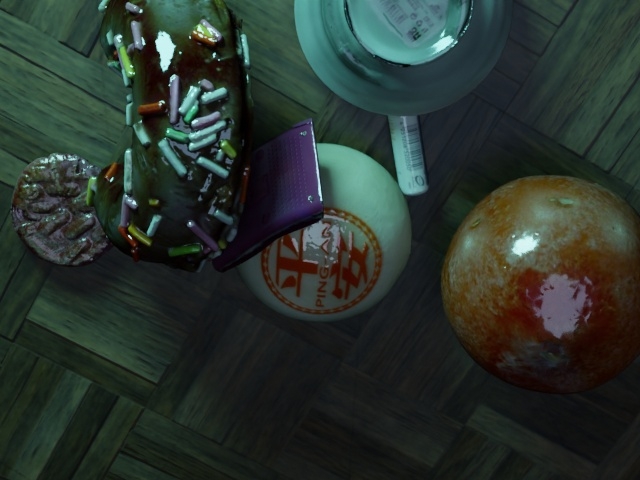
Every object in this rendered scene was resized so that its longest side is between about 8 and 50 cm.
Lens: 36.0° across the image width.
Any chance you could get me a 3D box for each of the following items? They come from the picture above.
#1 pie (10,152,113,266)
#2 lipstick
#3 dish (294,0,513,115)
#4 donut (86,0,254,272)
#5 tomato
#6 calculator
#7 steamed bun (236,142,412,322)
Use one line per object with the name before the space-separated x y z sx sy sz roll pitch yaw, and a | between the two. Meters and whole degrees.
pie | -0.325 -0.037 1.258 0.154 0.036 0.154 0 108 0
lipstick | 0.108 -0.125 1.224 0.040 0.040 0.141 -10 109 4
dish | 0.098 -0.271 1.126 0.260 0.085 0.260 0 99 0
donut | -0.172 -0.118 1.106 0.136 0.259 0.345 -2 112 -24
tomato | 0.274 0.058 1.181 0.265 0.265 0.264 0 110 0
calculator | -0.069 -0.049 1.136 0.190 0.126 0.034 -29 148 36
steamed bun | 0.000 0.000 1.213 0.232 0.145 0.231 0 109 0
